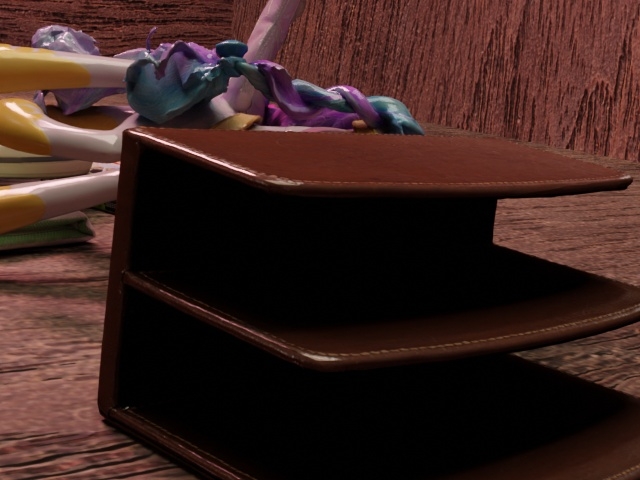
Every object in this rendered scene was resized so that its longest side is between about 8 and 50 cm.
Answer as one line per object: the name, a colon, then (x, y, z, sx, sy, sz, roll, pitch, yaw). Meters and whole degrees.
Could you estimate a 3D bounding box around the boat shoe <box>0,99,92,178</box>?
boat shoe: (-0.464, -0.176, 1.092, 0.500, 0.156, 0.187, 19, 7, 3)

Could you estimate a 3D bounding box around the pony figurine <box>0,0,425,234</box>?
pony figurine: (-0.078, -0.098, 0.870, 0.363, 0.303, 0.351, 2, 29, 10)

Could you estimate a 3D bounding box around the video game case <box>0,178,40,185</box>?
video game case: (-0.383, -0.114, 1.294, 0.285, 0.025, 0.204, -1, 26, -35)

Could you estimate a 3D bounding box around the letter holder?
letter holder: (0.071, 0.035, 0.576, 0.301, 0.152, 0.214, -4, 17, -44)

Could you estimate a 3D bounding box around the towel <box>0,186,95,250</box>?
towel: (-0.392, -0.032, 0.950, 0.324, 0.038, 0.248, 11, 11, 29)

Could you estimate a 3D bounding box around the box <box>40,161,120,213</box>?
box: (-0.194, -0.053, 1.171, 0.207, 0.036, 0.114, 14, 13, 36)
